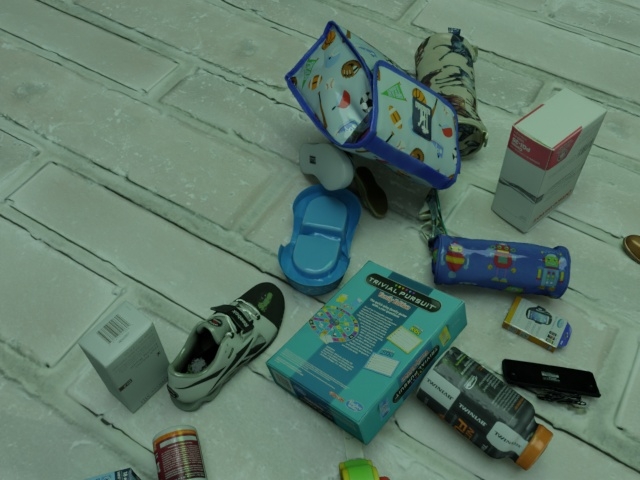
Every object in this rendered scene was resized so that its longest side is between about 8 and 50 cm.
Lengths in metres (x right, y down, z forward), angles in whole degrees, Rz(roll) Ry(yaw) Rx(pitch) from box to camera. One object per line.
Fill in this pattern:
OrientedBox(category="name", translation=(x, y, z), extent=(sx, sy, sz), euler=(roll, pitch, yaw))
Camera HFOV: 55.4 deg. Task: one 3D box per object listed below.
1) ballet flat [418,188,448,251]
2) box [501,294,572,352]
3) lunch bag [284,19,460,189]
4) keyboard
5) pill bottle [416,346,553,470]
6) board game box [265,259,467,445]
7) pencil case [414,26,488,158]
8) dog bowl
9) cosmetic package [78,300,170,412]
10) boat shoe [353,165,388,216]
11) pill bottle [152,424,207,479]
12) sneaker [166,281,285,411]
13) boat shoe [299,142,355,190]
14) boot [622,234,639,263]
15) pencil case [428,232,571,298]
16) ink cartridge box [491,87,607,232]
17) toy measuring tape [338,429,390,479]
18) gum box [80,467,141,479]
OrientedBox(category="ballet flat", translation=(0.272, -0.050, 1.491), extent=(0.070, 0.070, 0.188), euler=(-3, 51, -3))
OrientedBox(category="box", translation=(0.479, 0.186, 1.342), extent=(0.136, 0.028, 0.081), euler=(29, 59, 16))
OrientedBox(category="lunch bag", translation=(0.145, -0.301, 1.456), extent=(0.327, 0.239, 0.385), euler=(20, 33, -39))
OrientedBox(category="keyboard", translation=(0.474, 0.301, 1.264), extent=(0.192, 0.038, 0.100), euler=(7, 31, 6))
OrientedBox(category="pill bottle", translation=(0.317, 0.326, 1.174), extent=(0.245, 0.130, 0.130), euler=(36, 61, 23))
OrientedBox(category="board game box", translation=(0.097, 0.210, 1.241), extent=(0.253, 0.079, 0.336), euler=(24, 54, 40))
OrientedBox(category="pencil case", translation=(0.361, -0.403, 1.683), extent=(0.183, 0.160, 0.410), euler=(-11, 51, 18))
OrientedBox(category="dog bowl", translation=(0.000, 0.000, 1.442), extent=(0.165, 0.074, 0.297), euler=(10, 54, 6))
OrientedBox(category="cosmetic package", translation=(-0.366, 0.229, 1.174), extent=(0.085, 0.231, 0.117), euler=(34, 61, 22))
OrientedBox(category="boat shoe", translation=(0.124, -0.118, 1.553), extent=(0.056, 0.048, 0.153), euler=(-13, 61, -25))
OrientedBox(category="pill bottle", translation=(-0.255, 0.426, 1.122), extent=(0.086, 0.086, 0.152), euler=(-15, 55, -11))
OrientedBox(category="sneaker", translation=(-0.187, 0.193, 1.259), extent=(0.122, 0.146, 0.330), euler=(27, 57, 20))
OrientedBox(category="boat shoe", translation=(0.037, -0.188, 1.498), extent=(0.102, 0.108, 0.301), euler=(-4, 13, -18))
OrientedBox(category="boot", translation=(0.814, 0.008, 1.396), extent=(0.197, 0.152, 0.073), euler=(30, 59, 19))
OrientedBox(category="pencil case", translation=(0.394, 0.058, 1.370), extent=(0.306, 0.133, 0.119), euler=(6, 70, 3))
OrientedBox(category="ink cartridge box", translation=(0.534, -0.185, 1.455), extent=(0.207, 0.283, 0.117), euler=(-35, 58, -23))
OrientedBox(category="toy measuring tape", translation=(0.068, 0.409, 1.122), extent=(0.121, 0.121, 0.330), euler=(-5, 54, -4))
OrientedBox(category="gum box", translation=(-0.401, 0.456, 1.056), extent=(0.184, 0.157, 0.041), euler=(-12, 56, -10))
